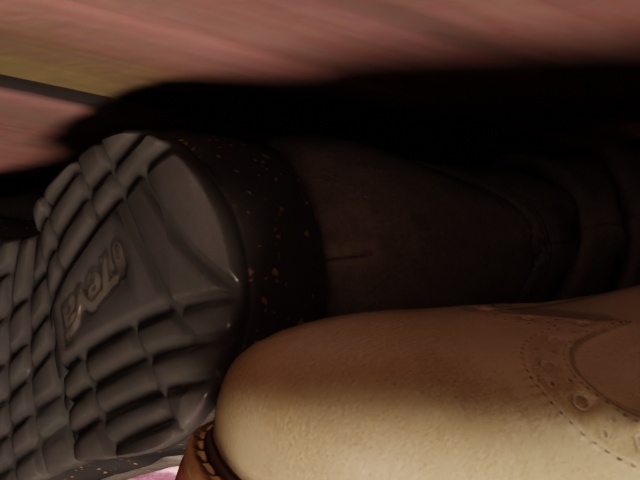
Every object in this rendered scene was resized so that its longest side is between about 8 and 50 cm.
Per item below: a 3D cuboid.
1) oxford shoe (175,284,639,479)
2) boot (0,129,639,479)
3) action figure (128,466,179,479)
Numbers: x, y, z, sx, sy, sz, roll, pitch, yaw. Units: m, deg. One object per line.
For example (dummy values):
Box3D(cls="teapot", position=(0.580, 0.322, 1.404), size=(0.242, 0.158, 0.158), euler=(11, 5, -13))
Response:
Box3D(cls="oxford shoe", position=(0.156, 0.008, 0.498), size=(0.397, 0.146, 0.140), euler=(-6, -159, -18))
Box3D(cls="boot", position=(-0.013, 0.028, 0.674), size=(0.223, 0.118, 0.338), euler=(-6, 180, -31))
Box3D(cls="action figure", position=(-0.091, 0.142, 0.919), size=(0.276, 0.248, 0.370), euler=(-1, 139, -31))
